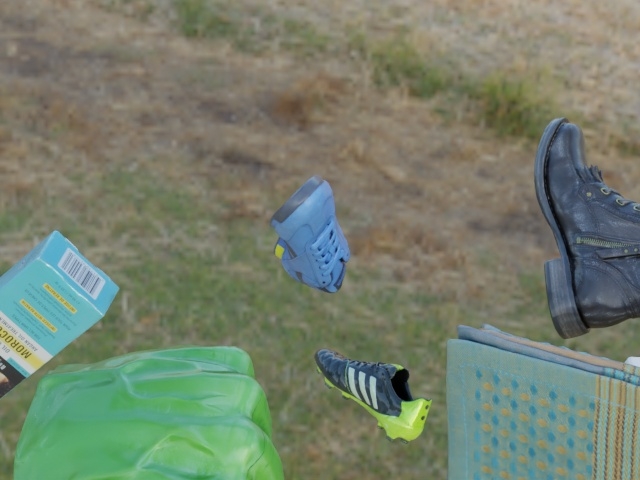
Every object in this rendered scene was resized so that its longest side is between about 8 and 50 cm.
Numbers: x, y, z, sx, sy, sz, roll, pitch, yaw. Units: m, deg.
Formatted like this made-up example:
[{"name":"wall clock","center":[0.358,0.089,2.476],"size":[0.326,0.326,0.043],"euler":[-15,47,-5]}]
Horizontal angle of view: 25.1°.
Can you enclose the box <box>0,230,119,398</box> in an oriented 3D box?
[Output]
[{"name":"box","center":[-0.347,0.098,1.632],"size":[0.100,0.244,0.060],"euler":[44,30,-15]}]

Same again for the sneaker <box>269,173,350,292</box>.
[{"name":"sneaker","center":[0.000,0.000,1.393],"size":[0.069,0.209,0.082],"euler":[-42,78,-12]}]

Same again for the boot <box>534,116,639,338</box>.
[{"name":"boot","center":[0.341,-0.020,1.444],"size":[0.229,0.091,0.263],"euler":[-12,67,24]}]

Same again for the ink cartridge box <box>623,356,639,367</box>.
[{"name":"ink cartridge box","center":[0.418,0.227,1.765],"size":[0.089,0.092,0.143],"euler":[1,54,-17]}]

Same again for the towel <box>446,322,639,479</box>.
[{"name":"towel","center":[0.233,0.220,0.934],"size":[0.370,0.272,0.040],"euler":[13,17,41]}]

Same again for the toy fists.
[{"name":"toy fists","center":[-0.095,0.181,0.764],"size":[0.142,0.096,0.279],"euler":[-6,50,22]}]

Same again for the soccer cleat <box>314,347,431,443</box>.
[{"name":"soccer cleat","center":[0.063,0.166,1.687],"size":[0.060,0.072,0.179],"euler":[13,19,-49]}]
